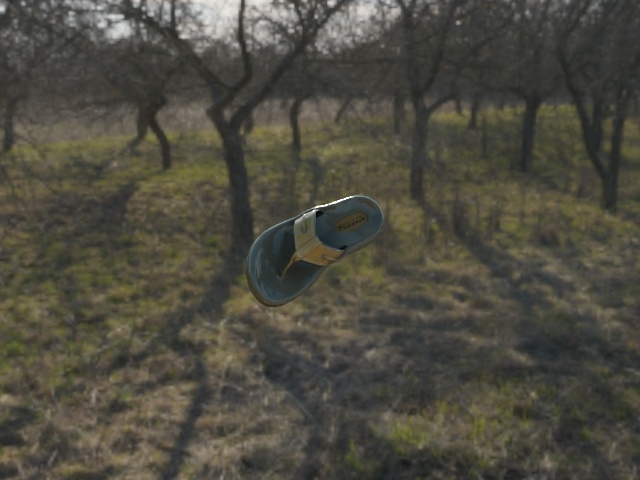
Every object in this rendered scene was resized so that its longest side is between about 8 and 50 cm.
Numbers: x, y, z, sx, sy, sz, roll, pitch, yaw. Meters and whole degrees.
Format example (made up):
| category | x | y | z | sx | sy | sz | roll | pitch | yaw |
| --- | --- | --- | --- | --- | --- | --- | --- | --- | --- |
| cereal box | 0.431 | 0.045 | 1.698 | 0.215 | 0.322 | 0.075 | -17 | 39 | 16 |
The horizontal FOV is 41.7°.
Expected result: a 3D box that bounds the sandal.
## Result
| category | x | y | z | sx | sy | sz | roll | pitch | yaw |
| --- | --- | --- | --- | --- | --- | --- | --- | --- | --- |
| sandal | 0.000 | 0.000 | 0.826 | 0.180 | 0.072 | 0.049 | -30 | -4 | -32 |
